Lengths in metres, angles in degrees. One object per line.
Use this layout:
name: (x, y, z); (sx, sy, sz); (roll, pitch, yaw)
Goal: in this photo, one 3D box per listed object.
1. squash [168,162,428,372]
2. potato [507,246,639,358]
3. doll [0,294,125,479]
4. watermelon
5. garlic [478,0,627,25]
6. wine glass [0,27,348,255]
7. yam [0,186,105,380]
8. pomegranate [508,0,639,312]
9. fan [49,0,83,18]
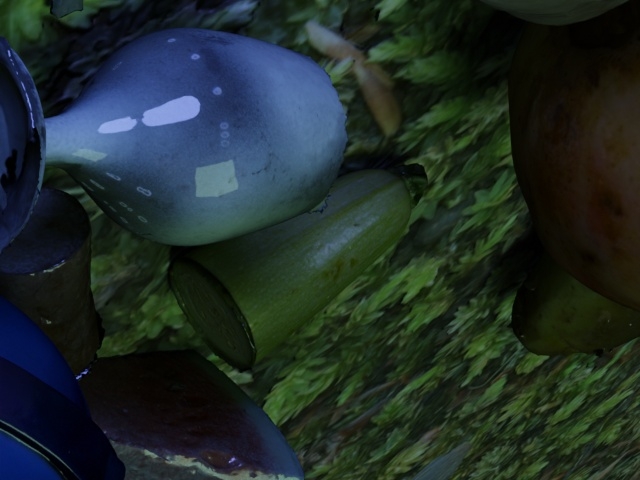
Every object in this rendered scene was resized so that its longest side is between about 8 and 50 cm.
squash: (0.000, 0.000, 1.225); (0.224, 0.094, 0.094); (-35, 156, -30)
potato: (0.300, 0.003, 1.563); (0.296, 0.141, 0.191); (-41, 154, 9)
doll: (-0.255, 0.145, 0.930); (0.284, 0.240, 0.310); (25, 139, -21)
watermelon: (-0.179, 0.187, 1.265); (0.318, 0.148, 0.226); (-25, 137, 1)
garlic: (0.176, -0.195, 0.968); (0.218, 0.212, 0.218); (-33, 149, -22)
wine glass: (-0.099, -0.055, 0.926); (0.241, 0.126, 0.126); (-4, 138, -48)
yam: (-0.173, 0.028, 1.022); (0.084, 0.084, 0.127); (-29, 149, -22)
pomegranate: (0.299, -0.091, 1.173); (0.338, 0.338, 0.338); (-31, 154, -17)
fan: (-0.104, -0.220, 0.768); (0.230, 0.011, 0.335); (-26, 152, -27)
